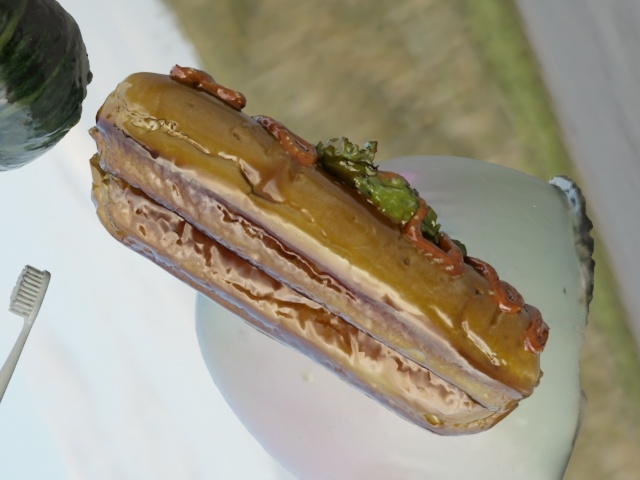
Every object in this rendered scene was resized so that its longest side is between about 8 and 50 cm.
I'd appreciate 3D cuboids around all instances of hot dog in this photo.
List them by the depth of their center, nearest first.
[{"bbox_3d":[0.000,0.000,1.317,0.348,0.117,0.158,31,154,3],"label":"hot dog"}]

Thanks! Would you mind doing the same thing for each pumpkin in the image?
[{"bbox_3d":[-0.269,-0.141,1.442,0.212,0.211,0.152,59,-143,-55],"label":"pumpkin"}]

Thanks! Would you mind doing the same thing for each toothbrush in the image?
[{"bbox_3d":[-0.270,0.152,1.553,0.025,0.286,0.020,26,162,-26],"label":"toothbrush"}]

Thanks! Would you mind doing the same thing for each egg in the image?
[{"bbox_3d":[0.050,0.088,1.848,0.354,0.339,0.355,-173,90,-82],"label":"egg"}]
